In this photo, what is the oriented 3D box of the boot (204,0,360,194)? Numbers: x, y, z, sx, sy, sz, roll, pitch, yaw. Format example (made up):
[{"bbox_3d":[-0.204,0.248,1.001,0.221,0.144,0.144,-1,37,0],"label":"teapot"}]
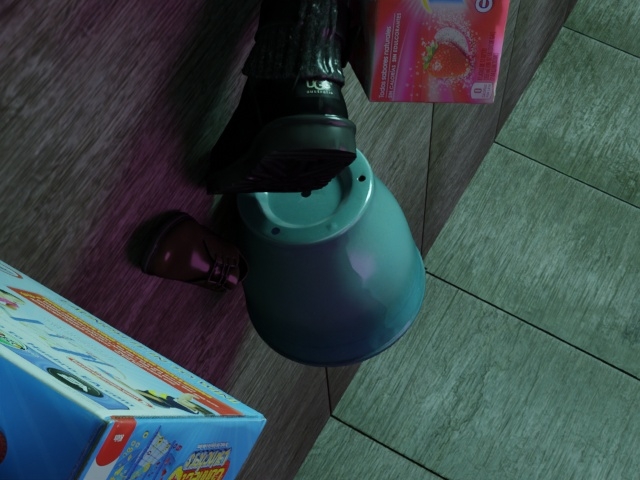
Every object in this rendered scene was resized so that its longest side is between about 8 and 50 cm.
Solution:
[{"bbox_3d":[-0.045,-0.193,1.151,0.348,0.131,0.260,159,-70,-66],"label":"boot"}]

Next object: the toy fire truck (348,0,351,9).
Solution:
[{"bbox_3d":[0.120,-0.378,1.243,0.246,0.217,0.158,124,-35,-60],"label":"toy fire truck"}]

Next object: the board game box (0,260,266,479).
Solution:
[{"bbox_3d":[-0.223,0.084,0.688,0.086,0.308,0.302,-61,164,-3],"label":"board game box"}]

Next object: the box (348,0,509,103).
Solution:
[{"bbox_3d":[0.118,-0.310,1.066,0.154,0.142,0.299,-107,-161,-61],"label":"box"}]

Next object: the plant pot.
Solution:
[{"bbox_3d":[0.000,0.000,1.395,0.271,0.272,0.255,-57,154,-23],"label":"plant pot"}]

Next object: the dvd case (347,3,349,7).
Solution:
[{"bbox_3d":[-0.011,-0.256,1.344,0.179,0.030,0.238,-38,150,-56],"label":"dvd case"}]

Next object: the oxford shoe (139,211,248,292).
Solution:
[{"bbox_3d":[-0.145,0.020,1.237,0.082,0.096,0.227,-63,163,7],"label":"oxford shoe"}]
